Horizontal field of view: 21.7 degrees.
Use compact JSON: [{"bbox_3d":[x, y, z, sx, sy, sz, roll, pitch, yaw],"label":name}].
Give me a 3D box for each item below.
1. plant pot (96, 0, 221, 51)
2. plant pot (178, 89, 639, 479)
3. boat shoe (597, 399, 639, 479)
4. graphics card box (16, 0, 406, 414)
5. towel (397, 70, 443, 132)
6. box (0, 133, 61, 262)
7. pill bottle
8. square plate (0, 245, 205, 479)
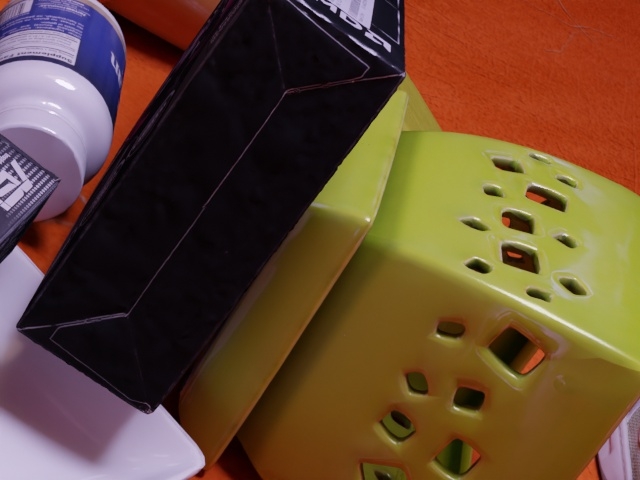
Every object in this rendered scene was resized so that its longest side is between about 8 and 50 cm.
[{"bbox_3d":[-0.102,-0.237,1.308,0.188,0.205,0.205,41,22,-33],"label":"plant pot"},{"bbox_3d":[0.052,0.052,1.002,0.207,0.227,0.228,30,27,-5],"label":"plant pot"},{"bbox_3d":[0.275,0.206,1.163,0.118,0.103,0.320,30,28,-18],"label":"boat shoe"},{"bbox_3d":[-0.049,-0.074,0.992,0.094,0.233,0.371,35,18,-10],"label":"graphics card box"},{"bbox_3d":[0.059,-0.120,1.392,0.237,0.021,0.102,55,22,-30],"label":"towel"},{"bbox_3d":[-0.267,-0.026,0.785,0.216,0.060,0.270,37,26,-3],"label":"box"},{"bbox_3d":[-0.176,-0.085,1.062,0.094,0.094,0.169,29,29,-18],"label":"pill bottle"},{"bbox_3d":[-0.265,0.043,0.802,0.344,0.049,0.347,46,27,13],"label":"square plate"}]
